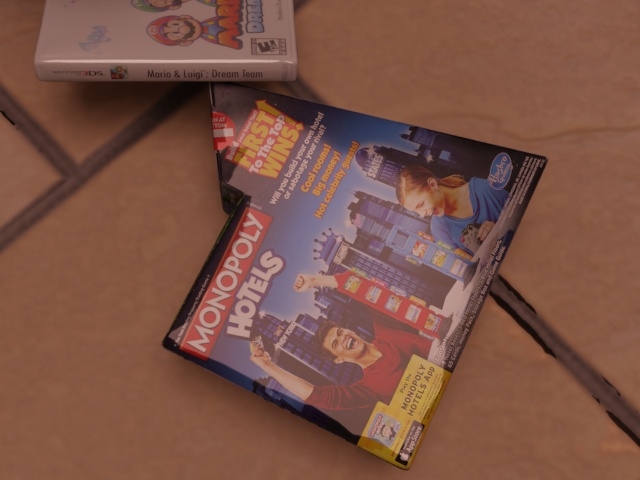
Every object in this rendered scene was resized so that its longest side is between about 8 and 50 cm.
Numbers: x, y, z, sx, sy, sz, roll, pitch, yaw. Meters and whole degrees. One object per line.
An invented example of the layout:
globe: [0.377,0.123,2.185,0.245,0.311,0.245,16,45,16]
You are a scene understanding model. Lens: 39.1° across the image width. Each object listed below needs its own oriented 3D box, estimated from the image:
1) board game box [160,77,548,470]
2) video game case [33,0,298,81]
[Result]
board game box: [0.000,0.000,0.515,0.194,0.060,0.194,27,75,4]
video game case: [-0.088,-0.152,0.539,0.143,0.019,0.157,-1,51,-5]
